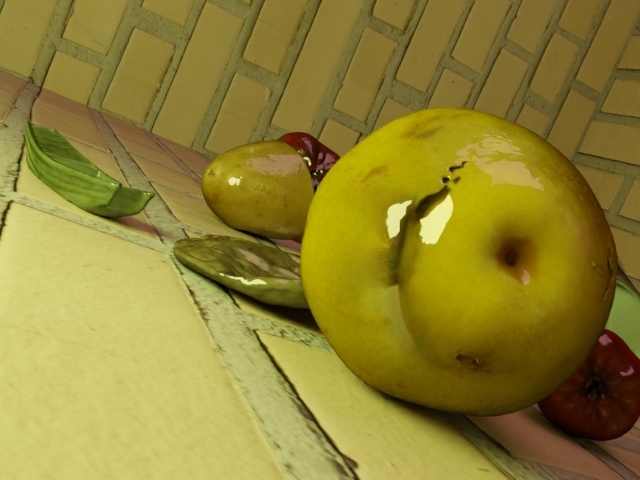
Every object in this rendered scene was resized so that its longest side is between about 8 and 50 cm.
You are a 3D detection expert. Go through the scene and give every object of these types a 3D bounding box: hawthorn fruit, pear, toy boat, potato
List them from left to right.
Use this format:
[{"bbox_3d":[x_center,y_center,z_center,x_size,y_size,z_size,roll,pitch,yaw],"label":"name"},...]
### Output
[{"bbox_3d":[-0.316,-0.089,0.962,0.093,0.055,0.293,17,10,-46],"label":"toy boat"},{"bbox_3d":[-0.131,-0.090,1.286,0.158,0.178,0.203,-1,46,-41],"label":"potato"},{"bbox_3d":[-0.063,-0.147,1.794,0.224,0.224,0.261,21,-7,-24],"label":"hawthorn fruit"},{"bbox_3d":[0.114,0.030,0.694,0.285,0.285,0.336,24,-24,5],"label":"pear"},{"bbox_3d":[0.308,0.162,0.837,0.125,0.125,0.140,29,-1,45],"label":"hawthorn fruit"}]

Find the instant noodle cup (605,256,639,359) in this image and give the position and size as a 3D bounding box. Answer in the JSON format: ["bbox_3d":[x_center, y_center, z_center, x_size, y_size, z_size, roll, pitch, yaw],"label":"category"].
[{"bbox_3d":[0.387,0.114,1.162,0.243,0.243,0.231,24,13,3],"label":"instant noodle cup"}]

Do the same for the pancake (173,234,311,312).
[{"bbox_3d":[-0.059,0.041,0.861,0.241,0.050,0.242,15,4,-1],"label":"pancake"}]

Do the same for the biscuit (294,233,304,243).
[{"bbox_3d":[0.000,0.000,1.564,0.142,0.029,0.220,29,7,41],"label":"biscuit"}]
